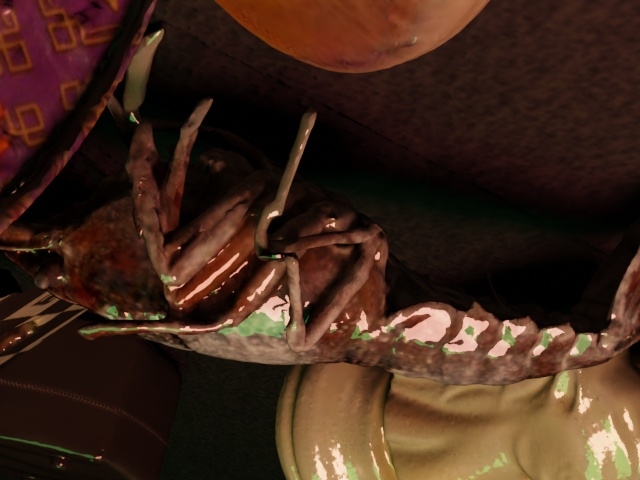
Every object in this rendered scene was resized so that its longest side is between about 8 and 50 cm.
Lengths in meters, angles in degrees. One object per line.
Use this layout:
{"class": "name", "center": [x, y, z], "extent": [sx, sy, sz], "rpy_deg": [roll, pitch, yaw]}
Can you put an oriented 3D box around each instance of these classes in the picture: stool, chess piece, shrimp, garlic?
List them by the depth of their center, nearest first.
{"class": "garlic", "center": [0.019, -0.135, 0.441], "extent": [0.129, 0.090, 0.198], "rpy_deg": [32, 157, -13]}
{"class": "shrimp", "center": [-0.004, 0.003, 0.684], "extent": [0.411, 0.166, 0.221], "rpy_deg": [20, -177, -5]}
{"class": "chess piece", "center": [0.115, 0.137, 0.851], "extent": [0.176, 0.175, 0.298], "rpy_deg": [29, 161, -33]}
{"class": "stool", "center": [-0.256, 0.159, 1.167], "extent": [0.232, 0.141, 0.232], "rpy_deg": [11, 156, 5]}

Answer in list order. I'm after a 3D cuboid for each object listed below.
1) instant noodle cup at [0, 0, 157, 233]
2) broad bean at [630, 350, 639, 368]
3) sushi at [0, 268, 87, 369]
{"class": "instant noodle cup", "center": [-0.223, -0.145, 0.263], "extent": [0.266, 0.339, 0.340], "rpy_deg": [9, 158, 28]}
{"class": "broad bean", "center": [0.228, 0.127, 0.929], "extent": [0.175, 0.082, 0.124], "rpy_deg": [11, 159, -1]}
{"class": "sushi", "center": [-0.289, 0.075, 0.793], "extent": [0.320, 0.068, 0.339], "rpy_deg": [-34, 177, 20]}
